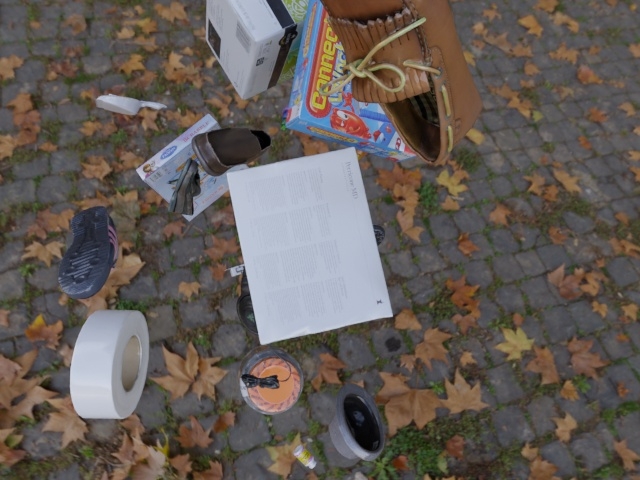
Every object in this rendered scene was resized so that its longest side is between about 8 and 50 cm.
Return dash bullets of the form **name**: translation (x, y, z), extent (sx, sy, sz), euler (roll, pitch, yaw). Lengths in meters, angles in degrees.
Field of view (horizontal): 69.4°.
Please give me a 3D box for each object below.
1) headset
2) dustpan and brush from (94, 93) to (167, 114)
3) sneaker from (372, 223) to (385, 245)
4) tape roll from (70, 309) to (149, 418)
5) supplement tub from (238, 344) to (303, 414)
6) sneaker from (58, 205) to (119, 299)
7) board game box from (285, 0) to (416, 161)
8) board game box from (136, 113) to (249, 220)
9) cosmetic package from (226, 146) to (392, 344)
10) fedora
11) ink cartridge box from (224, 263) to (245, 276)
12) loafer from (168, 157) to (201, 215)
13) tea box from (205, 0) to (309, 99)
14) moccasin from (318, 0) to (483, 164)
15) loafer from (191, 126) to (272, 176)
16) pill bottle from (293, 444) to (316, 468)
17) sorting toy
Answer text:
- **headset**: translation (-0.139, 0.203, 1.271), extent (0.244, 0.185, 0.393), euler (19, 66, -52)
- **dustpan and brush**: translation (-0.619, -0.447, 1.521), extent (0.212, 0.147, 0.060), euler (12, 90, -24)
- **sneaker**: translation (0.060, -0.008, 1.235), extent (0.235, 0.084, 0.097), euler (-23, 43, 27)
- **tape roll**: translation (-0.551, 0.327, 1.233), extent (0.100, 0.286, 0.285), euler (2, 59, -4)
- **supplement tub**: translation (-0.161, 0.437, 1.468), extent (0.194, 0.316, 0.193), euler (2, 80, -10)
- **sneaker**: translation (-0.507, 0.046, 1.058), extent (0.112, 0.130, 0.319), euler (-15, 37, -7)
- **board game box**: translation (0.099, -0.369, 1.050), extent (0.302, 0.086, 0.307), euler (11, 86, -24)
- **board game box**: translation (-0.450, -0.257, 1.701), extent (0.319, 0.318, 0.066), euler (-39, 62, -5)
- **cosmetic package**: translation (-0.025, 0.010, 1.015), extent (0.285, 0.097, 0.376), euler (-12, 85, -1)
- **fedora**: translation (0.116, 0.681, 1.698), extent (0.244, 0.124, 0.275), euler (25, 35, -39)
- **ink cartridge box**: translation (-0.262, 0.095, 1.477), extent (0.084, 0.048, 0.028), euler (-17, 88, -17)
- **loafer**: translation (-0.408, -0.162, 1.444), extent (0.084, 0.267, 0.096), euler (23, 56, -17)
- **tea box**: translation (-0.110, -0.592, 1.228), extent (0.324, 0.329, 0.219), euler (-32, 92, -15)
- **moccasin**: translation (0.087, -0.220, 0.576), extent (0.139, 0.380, 0.146), euler (22, 83, 34)
- **loafer**: translation (-0.255, -0.293, 1.388), extent (0.133, 0.130, 0.366), euler (63, 22, -10)
- **pill bottle**: translation (-0.054, 0.771, 1.645), extent (0.083, 0.043, 0.043), euler (47, 60, -6)
- **sorting toy**: translation (0.018, -0.374, 1.675), extent (0.366, 0.127, 0.126), euler (23, 65, 1)
